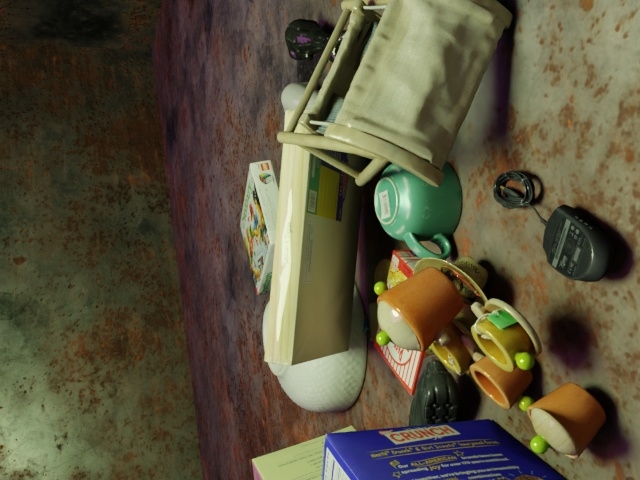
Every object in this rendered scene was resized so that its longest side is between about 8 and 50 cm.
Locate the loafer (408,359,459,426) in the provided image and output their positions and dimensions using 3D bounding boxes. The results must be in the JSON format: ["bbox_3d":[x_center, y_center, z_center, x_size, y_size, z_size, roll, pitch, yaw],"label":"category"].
[{"bbox_3d":[0.175,0.282,1.070,0.078,0.076,0.223,-89,0,-55],"label":"loafer"}]

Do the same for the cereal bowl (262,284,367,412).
[{"bbox_3d":[-0.035,0.201,1.475,0.339,0.141,0.338,179,90,-68],"label":"cereal bowl"}]

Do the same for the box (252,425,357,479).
[{"bbox_3d":[0.019,0.476,1.242,0.243,0.214,0.117,-144,45,-59],"label":"box"}]

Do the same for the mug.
[{"bbox_3d":[0.148,-0.055,1.066,0.157,0.098,0.129,-122,37,-50],"label":"mug"}]

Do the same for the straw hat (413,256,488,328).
[{"bbox_3d":[0.205,0.057,0.980,0.144,0.061,0.144,37,156,19],"label":"straw hat"}]

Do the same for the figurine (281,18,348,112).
[{"bbox_3d":[0.001,-0.335,1.415,0.209,0.092,0.214,38,128,56],"label":"figurine"}]

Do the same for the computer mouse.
[{"bbox_3d":[0.282,-0.025,0.842,0.242,0.041,0.071,-116,30,-56],"label":"computer mouse"}]

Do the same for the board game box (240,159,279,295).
[{"bbox_3d":[-0.126,-0.019,1.545,0.305,0.053,0.192,113,144,-63],"label":"board game box"}]

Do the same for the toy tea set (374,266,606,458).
[{"bbox_3d":[0.188,0.160,0.871,0.200,0.124,0.336,58,166,-24],"label":"toy tea set"}]

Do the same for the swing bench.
[{"bbox_3d":[0.096,-0.223,0.975,0.253,0.165,0.255,-66,22,-6],"label":"swing bench"}]

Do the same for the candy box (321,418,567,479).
[{"bbox_3d":[0.179,0.343,0.813,0.317,0.268,0.122,-144,58,-62],"label":"candy box"}]

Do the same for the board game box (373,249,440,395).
[{"bbox_3d":[0.154,0.133,1.139,0.147,0.045,0.193,-130,43,-56],"label":"board game box"}]

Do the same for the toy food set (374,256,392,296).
[{"bbox_3d":[0.122,0.071,1.241,0.083,0.020,0.082,163,103,-67],"label":"toy food set"}]

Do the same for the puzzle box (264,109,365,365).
[{"bbox_3d":[0.000,0.000,1.203,0.052,0.272,0.408,4,88,23],"label":"puzzle box"}]

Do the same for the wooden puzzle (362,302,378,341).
[{"bbox_3d":[0.111,0.153,1.286,0.116,0.014,0.078,-170,83,-67],"label":"wooden puzzle"}]
